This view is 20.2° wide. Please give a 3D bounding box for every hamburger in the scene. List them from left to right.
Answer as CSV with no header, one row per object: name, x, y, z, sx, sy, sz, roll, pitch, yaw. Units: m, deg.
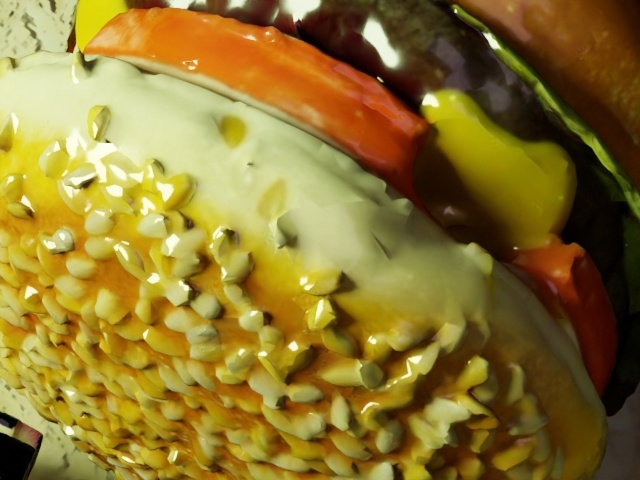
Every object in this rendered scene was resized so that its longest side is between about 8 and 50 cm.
hamburger,0.000,0.000,0.801,0.330,0.330,0.250,38,61,1

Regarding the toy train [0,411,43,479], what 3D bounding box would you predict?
toy train,-0.173,0.146,0.828,0.050,0.087,0.138,22,66,-3
